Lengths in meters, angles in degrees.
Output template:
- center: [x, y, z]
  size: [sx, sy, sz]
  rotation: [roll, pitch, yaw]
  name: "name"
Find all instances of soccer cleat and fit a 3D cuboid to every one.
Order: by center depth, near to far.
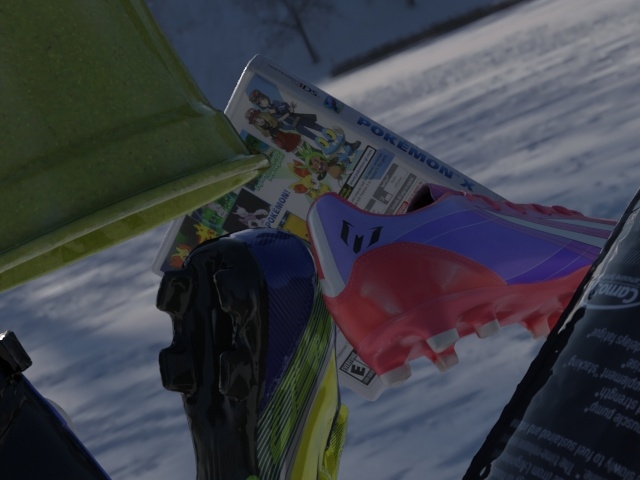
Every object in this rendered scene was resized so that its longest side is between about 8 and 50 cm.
- center: [0.093, 0.006, 0.670]
  size: [0.248, 0.095, 0.083]
  rotation: [-11, -21, -47]
  name: "soccer cleat"
- center: [-0.023, 0.137, 0.691]
  size: [0.093, 0.289, 0.121]
  rotation: [2, 4, 44]
  name: "soccer cleat"

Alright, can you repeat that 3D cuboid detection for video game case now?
- center: [0.000, 0.000, 1.361]
  size: [0.329, 0.300, 0.036]
  rotation: [-58, 1, 44]
  name: "video game case"

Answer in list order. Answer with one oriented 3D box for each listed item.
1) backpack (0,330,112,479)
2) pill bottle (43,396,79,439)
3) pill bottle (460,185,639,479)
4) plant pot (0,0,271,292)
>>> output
- center: [-0.112, 0.095, 0.335]
  size: [0.114, 0.105, 0.084]
  rotation: [-38, 1, -43]
  name: "backpack"
- center: [-0.327, 0.226, 1.240]
  size: [0.193, 0.108, 0.108]
  rotation: [-31, 4, 24]
  name: "pill bottle"
- center: [0.115, 0.091, 0.430]
  size: [0.246, 0.130, 0.130]
  rotation: [-56, 16, -10]
  name: "pill bottle"
- center: [-0.213, -0.115, 0.971]
  size: [0.276, 0.254, 0.276]
  rotation: [-24, 0, 0]
  name: "plant pot"
